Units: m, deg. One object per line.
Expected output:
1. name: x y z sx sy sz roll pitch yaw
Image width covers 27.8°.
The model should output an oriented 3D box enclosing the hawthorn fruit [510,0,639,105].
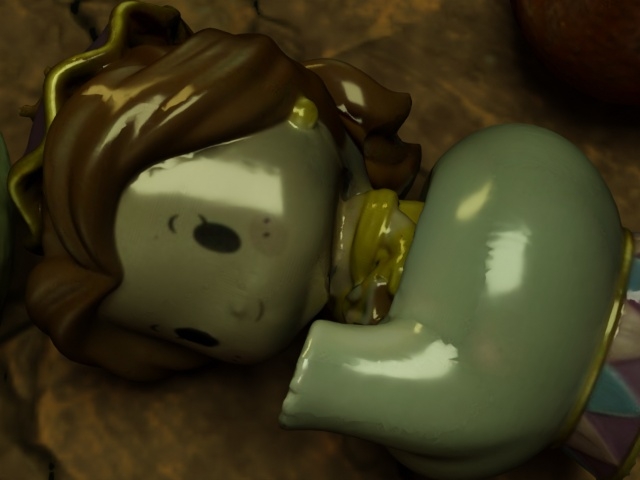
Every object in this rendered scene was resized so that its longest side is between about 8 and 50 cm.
1. hawthorn fruit: 0.158 -0.122 0.578 0.137 0.133 0.133 24 62 -11

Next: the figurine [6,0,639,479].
1. figurine: 0.000 0.000 0.490 0.263 0.142 0.189 20 31 6

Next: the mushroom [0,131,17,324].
1. mushroom: -0.233 -0.031 0.439 0.266 0.164 0.190 13 68 -15
